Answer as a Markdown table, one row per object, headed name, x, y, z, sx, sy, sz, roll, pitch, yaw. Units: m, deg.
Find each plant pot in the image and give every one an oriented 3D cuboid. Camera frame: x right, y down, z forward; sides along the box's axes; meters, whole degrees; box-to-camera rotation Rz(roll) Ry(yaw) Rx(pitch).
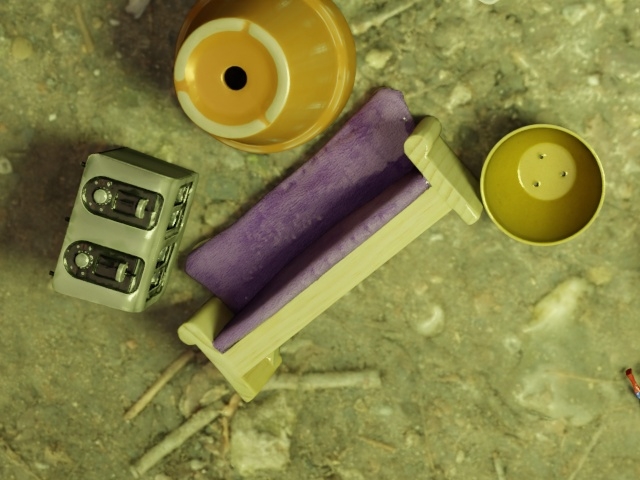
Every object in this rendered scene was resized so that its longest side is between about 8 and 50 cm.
| name | x | y | z | sx | sy | sz | roll | pitch | yaw |
| --- | --- | --- | --- | --- | --- | --- | --- | --- | --- |
| plant pot | 0.248 | -0.070 | 1.719 | 0.134 | 0.095 | 0.134 | 3 | 104 | 11 |
| plant pot | -0.076 | -0.188 | 1.709 | 0.205 | 0.188 | 0.205 | 3 | 103 | 11 |

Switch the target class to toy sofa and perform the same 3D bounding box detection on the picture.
| name | x | y | z | sx | sy | sz | roll | pitch | yaw |
| --- | --- | --- | --- | --- | --- | --- | --- | --- | --- |
| toy sofa | 0.000 | 0.000 | 1.756 | 0.362 | 0.150 | 0.177 | -39 | 94 | 17 |

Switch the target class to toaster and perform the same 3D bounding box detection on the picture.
| name | x | y | z | sx | sy | sz | roll | pitch | yaw |
| --- | --- | --- | --- | --- | --- | --- | --- | --- | --- |
| toaster | -0.224 | -0.014 | 1.792 | 0.110 | 0.186 | 0.168 | 19 | 98 | 4 |

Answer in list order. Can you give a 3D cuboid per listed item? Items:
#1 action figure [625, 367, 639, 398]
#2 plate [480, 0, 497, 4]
| name | x | y | z | sx | sy | sz | roll | pitch | yaw |
| --- | --- | --- | --- | --- | --- | --- | --- | --- | --- |
| action figure | 0.388 | 0.196 | 1.786 | 0.038 | 0.030 | 0.115 | -21 | 103 | 20 |
| plate | 0.171 | -0.445 | 1.677 | 0.277 | 0.045 | 0.278 | 40 | 107 | -1 |
